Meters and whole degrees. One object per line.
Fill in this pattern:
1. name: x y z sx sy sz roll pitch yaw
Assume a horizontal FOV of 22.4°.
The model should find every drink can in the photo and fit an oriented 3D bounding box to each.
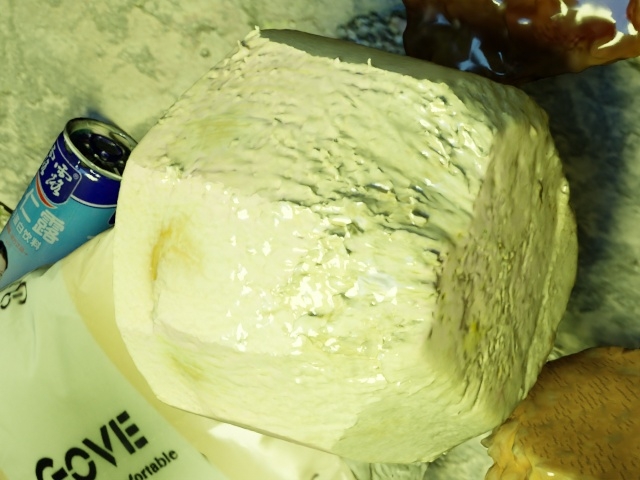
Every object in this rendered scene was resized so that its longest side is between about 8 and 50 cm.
1. drink can: -0.256 0.001 1.541 0.097 0.097 0.235 44 116 16

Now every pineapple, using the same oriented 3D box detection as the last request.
1. pineapple: 0.213 0.271 1.271 0.223 0.223 0.357 26 128 24

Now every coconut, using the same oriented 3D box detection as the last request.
1. coconut: 0.000 0.000 1.171 0.309 0.297 0.297 12 104 32

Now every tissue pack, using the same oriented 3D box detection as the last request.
1. tissue pack: -0.134 0.157 1.422 0.375 0.195 0.390 -37 88 30

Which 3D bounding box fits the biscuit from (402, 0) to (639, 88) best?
1. biscuit: 0.221 -0.296 1.175 0.395 0.166 0.342 -9 95 33
